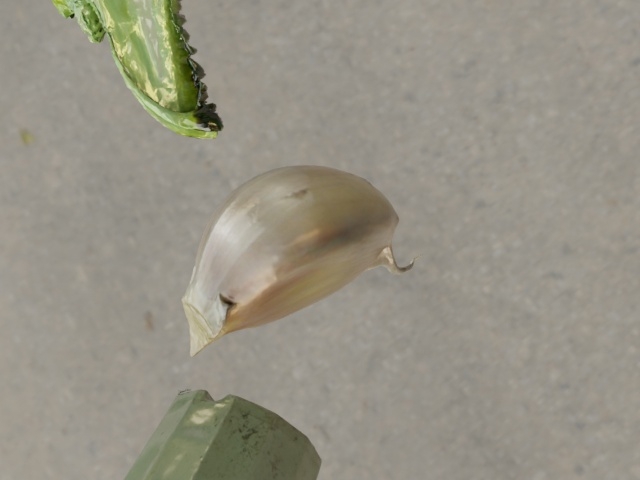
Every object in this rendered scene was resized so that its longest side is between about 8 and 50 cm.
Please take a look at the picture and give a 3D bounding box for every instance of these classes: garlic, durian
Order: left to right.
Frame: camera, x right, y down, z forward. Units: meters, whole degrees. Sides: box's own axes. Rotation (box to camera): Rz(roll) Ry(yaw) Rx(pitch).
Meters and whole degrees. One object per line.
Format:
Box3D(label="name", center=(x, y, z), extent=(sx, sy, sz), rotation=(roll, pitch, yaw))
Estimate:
Box3D(label="durian", center=(-0.166, -0.247, 1.115), extent=(0.375, 0.132, 0.106), rotation=(68, 160, -4))
Box3D(label="garlic", center=(0.005, -0.002, 1.282), extent=(0.148, 0.267, 0.128), rotation=(-40, 65, 59))

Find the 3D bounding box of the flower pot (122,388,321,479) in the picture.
Box3D(label="flower pot", center=(-0.126, 0.323, 1.600), extent=(0.290, 0.259, 0.290), rotation=(18, 148, 12))
